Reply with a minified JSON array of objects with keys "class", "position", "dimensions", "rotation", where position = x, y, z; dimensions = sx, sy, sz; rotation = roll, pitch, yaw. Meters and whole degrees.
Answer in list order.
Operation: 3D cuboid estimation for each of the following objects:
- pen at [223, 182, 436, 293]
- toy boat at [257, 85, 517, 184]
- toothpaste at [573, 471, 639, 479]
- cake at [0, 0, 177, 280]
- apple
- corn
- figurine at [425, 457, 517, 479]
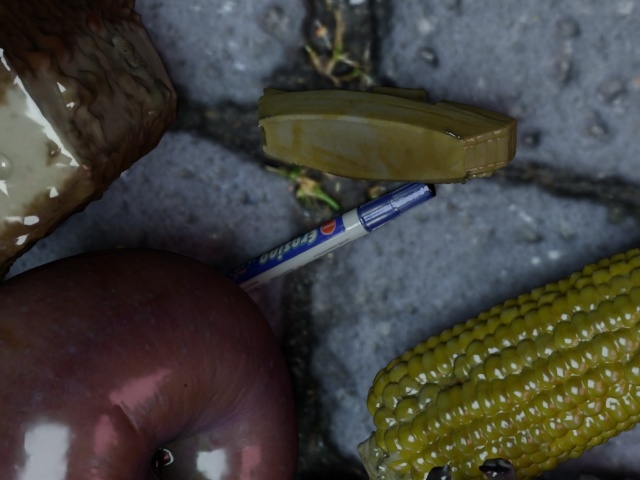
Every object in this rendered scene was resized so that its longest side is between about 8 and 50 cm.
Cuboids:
[{"class":"pen","position":[0.000,0.000,0.962],"dimensions":[0.204,0.025,0.025],"rotation":[-27,98,22]},{"class":"toy boat","position":[0.043,-0.084,0.897],"dimensions":[0.206,0.072,0.064],"rotation":[11,125,26]},{"class":"toothpaste","position":[0.335,0.244,0.934],"dimensions":[0.301,0.048,0.075],"rotation":[21,84,2]},{"class":"cake","position":[-0.278,-0.121,0.884],"dimensions":[0.282,0.256,0.290],"rotation":[-36,99,21]},{"class":"apple","position":[-0.158,0.146,0.923],"dimensions":[0.235,0.305,0.306],"rotation":[14,114,43]},{"class":"corn","position":[0.173,0.094,0.890],"dimensions":[0.347,0.130,0.130],"rotation":[-30,97,20]},{"class":"figurine","position":[0.129,0.265,0.876],"dimensions":[0.175,0.265,0.197],"rotation":[11,78,30]}]
